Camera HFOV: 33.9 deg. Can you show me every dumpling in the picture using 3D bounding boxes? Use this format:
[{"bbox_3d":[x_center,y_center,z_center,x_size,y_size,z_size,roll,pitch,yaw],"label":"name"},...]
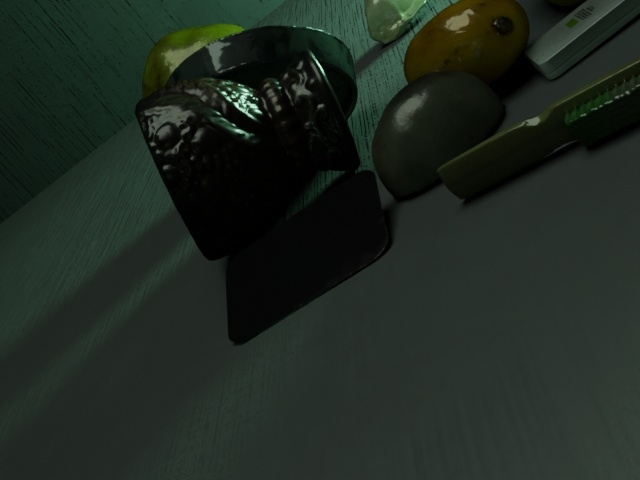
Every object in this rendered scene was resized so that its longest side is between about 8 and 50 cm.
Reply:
[{"bbox_3d":[0.155,-0.478,2.090,0.134,0.100,0.169,-17,28,23],"label":"dumpling"}]

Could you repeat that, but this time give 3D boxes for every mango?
[{"bbox_3d":[0.197,-0.266,1.468,0.176,0.119,0.317,-38,4,-5],"label":"mango"}]

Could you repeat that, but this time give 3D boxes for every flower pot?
[{"bbox_3d":[-0.099,-0.140,1.529,0.267,0.266,0.266,-26,18,-2],"label":"flower pot"}]

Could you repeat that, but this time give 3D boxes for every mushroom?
[{"bbox_3d":[0.141,-0.149,1.331,0.188,0.117,0.141,-41,29,-18],"label":"mushroom"}]

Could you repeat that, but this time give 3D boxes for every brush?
[{"bbox_3d":[0.248,-0.112,1.101,0.282,0.054,0.048,-28,34,33],"label":"brush"}]

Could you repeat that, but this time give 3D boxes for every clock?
[{"bbox_3d":[-0.093,-0.230,1.707,0.319,0.319,0.066,-29,62,30],"label":"clock"}]

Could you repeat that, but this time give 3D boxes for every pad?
[{"bbox_3d":[-0.015,-0.018,1.390,0.250,0.055,0.323,-33,19,21],"label":"pad"}]

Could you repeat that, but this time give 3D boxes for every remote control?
[{"bbox_3d":[0.373,-0.299,1.324,0.250,0.034,0.103,-38,18,10],"label":"remote control"}]

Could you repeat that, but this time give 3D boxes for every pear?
[{"bbox_3d":[-0.213,-0.256,2.034,0.287,0.287,0.375,-18,45,49],"label":"pear"}]

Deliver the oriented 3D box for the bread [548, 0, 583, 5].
[{"bbox_3d":[0.368,-0.526,1.443,0.308,0.348,0.348,-27,19,5],"label":"bread"}]
